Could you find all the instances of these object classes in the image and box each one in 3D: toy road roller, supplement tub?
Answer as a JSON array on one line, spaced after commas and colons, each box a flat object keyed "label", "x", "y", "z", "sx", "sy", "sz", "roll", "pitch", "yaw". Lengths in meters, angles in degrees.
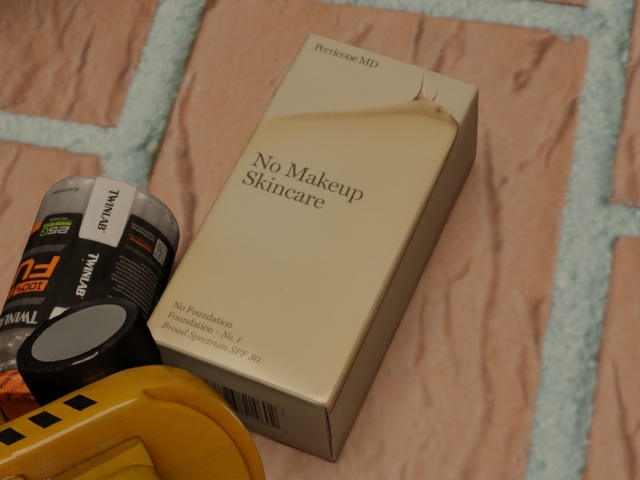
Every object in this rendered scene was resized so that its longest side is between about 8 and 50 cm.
[{"label": "toy road roller", "x": -0.194, "y": 0.200, "z": 0.949, "sx": 0.329, "sy": 0.202, "sz": 0.240, "roll": -25, "pitch": 24, "yaw": -11}, {"label": "supplement tub", "x": -0.187, "y": 0.055, "z": 1.144, "sx": 0.117, "sy": 0.117, "sz": 0.190, "roll": 9, "pitch": 59, "yaw": 8}]

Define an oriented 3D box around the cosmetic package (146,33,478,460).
[{"label": "cosmetic package", "x": 0.000, "y": 0.000, "z": 1.171, "sx": 0.160, "sy": 0.113, "sz": 0.309, "roll": 18, "pitch": 62, "yaw": 14}]
